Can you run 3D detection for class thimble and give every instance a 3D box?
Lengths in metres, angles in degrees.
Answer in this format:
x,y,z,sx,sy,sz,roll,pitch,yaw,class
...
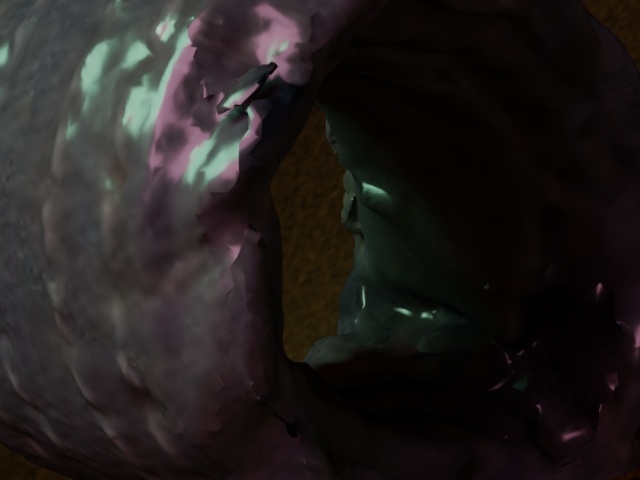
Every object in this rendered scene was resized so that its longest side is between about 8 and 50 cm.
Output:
x,y,z,sx,sy,sz,roll,pitch,yaw,class
0.000,0.000,0.567,0.172,0.236,0.205,13,61,47,thimble

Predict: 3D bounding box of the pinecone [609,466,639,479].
x,y,z,sx,sy,sz,roll,pitch,yaw,class
0.115,0.104,0.477,0.102,0.102,0.109,-51,27,-4,pinecone
